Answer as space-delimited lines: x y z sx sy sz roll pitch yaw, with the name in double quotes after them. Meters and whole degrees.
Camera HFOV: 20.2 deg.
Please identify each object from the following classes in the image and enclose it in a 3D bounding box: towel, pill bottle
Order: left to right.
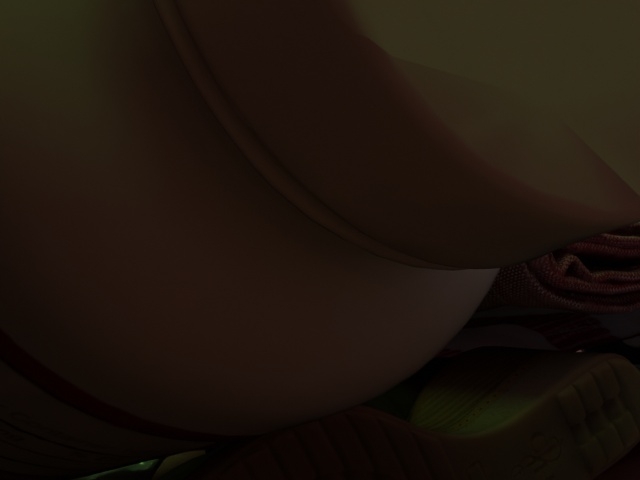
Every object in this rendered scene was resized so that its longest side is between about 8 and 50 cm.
-0.085 -0.040 0.560 0.408 0.229 0.229 -19 -2 44 "pill bottle"
0.046 0.043 0.806 0.237 0.037 0.329 0 -13 -44 "towel"

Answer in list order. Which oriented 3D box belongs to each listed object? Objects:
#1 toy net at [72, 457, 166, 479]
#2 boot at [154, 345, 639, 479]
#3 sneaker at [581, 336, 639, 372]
-0.152 0.126 0.749 0.122 0.045 0.232 -7 5 36 "toy net"
-0.018 0.106 0.662 0.248 0.090 0.207 -17 -2 -42 "boot"
0.224 0.019 0.950 0.209 0.081 0.094 -11 5 -9 "sneaker"
